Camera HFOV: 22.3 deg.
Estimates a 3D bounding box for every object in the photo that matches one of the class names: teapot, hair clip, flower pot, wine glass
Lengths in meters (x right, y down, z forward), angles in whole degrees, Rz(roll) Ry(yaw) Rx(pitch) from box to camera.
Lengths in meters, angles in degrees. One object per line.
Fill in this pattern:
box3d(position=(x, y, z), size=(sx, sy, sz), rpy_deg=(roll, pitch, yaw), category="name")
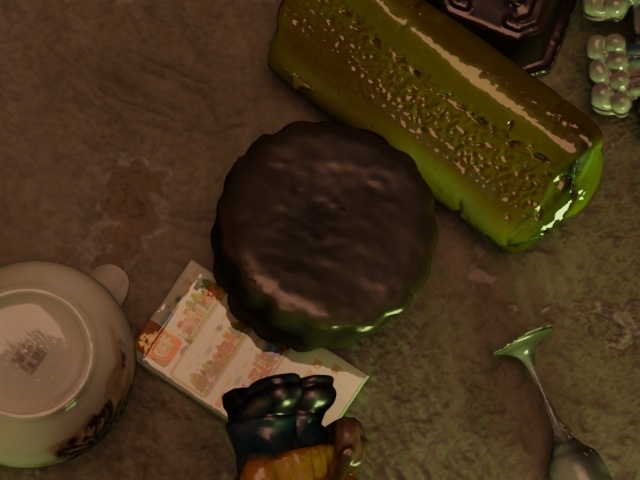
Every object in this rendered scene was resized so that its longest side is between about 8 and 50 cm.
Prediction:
box3d(position=(-0.291, 0.131, 1.600), size=(0.204, 0.139, 0.298), rpy_deg=(40, 76, 5), category="teapot")
box3d(position=(0.347, -0.214, 1.715), size=(0.140, 0.054, 0.220), rpy_deg=(-5, 97, 14), category="hair clip")
box3d(position=(0.204, -0.304, 1.749), size=(0.179, 0.084, 0.251), rpy_deg=(22, 76, 2), category="flower pot")
box3d(position=(0.253, 0.219, 1.638), size=(0.074, 0.074, 0.262), rpy_deg=(-21, 79, -7), category="wine glass")

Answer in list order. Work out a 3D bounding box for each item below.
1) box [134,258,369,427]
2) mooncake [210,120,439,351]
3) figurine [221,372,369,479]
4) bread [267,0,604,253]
box3d(position=(-0.075, 0.129, 1.662), size=(0.220, 0.032, 0.122), rpy_deg=(34, 79, 4), category="box")
box3d(position=(0.000, 0.000, 1.641), size=(0.228, 0.124, 0.228), rpy_deg=(4, 69, -10), category="mooncake")
box3d(position=(-0.019, 0.303, 1.553), size=(0.204, 0.185, 0.332), rpy_deg=(-36, 69, 26), category="figurine")
box3d(position=(0.120, -0.148, 1.691), size=(0.383, 0.112, 0.166), rpy_deg=(38, 111, 9), category="bread")
